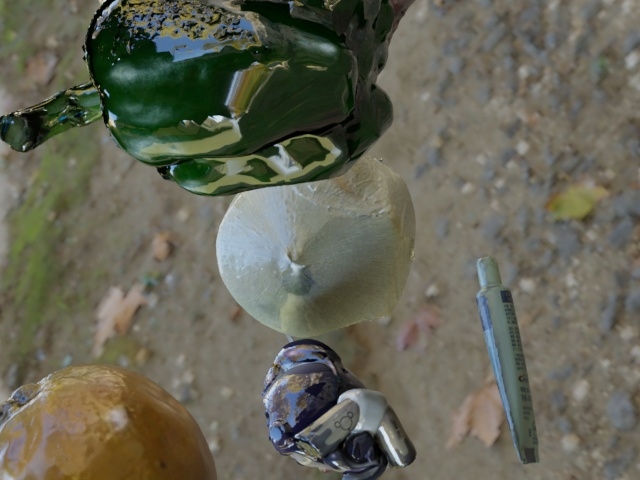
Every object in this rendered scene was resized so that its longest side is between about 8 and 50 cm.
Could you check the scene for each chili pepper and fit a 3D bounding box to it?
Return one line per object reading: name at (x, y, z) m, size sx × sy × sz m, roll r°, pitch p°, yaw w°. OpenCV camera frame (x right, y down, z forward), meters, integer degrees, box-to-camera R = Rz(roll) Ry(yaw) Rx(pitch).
chili pepper at (-0.083, -0.112, 0.938) m, size 0.261 × 0.174 × 0.165 m, roll 0°, pitch 85°, yaw 23°

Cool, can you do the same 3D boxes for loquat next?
loquat at (-0.295, 0.321, 1.892) m, size 0.328 × 0.328 × 0.328 m, roll -33°, pitch 37°, yaw 29°

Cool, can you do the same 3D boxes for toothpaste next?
toothpaste at (0.190, 0.121, 1.484) m, size 0.037 × 0.062 × 0.216 m, roll -18°, pitch 75°, yaw 26°

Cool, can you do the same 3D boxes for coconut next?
coconut at (0.000, 0.000, 1.817) m, size 0.245 × 0.245 × 0.247 m, roll -40°, pitch 13°, yaw 20°

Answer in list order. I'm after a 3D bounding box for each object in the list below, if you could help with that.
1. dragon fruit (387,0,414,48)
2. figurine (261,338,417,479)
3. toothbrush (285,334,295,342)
dragon fruit at (-0.034, -0.284, 1.412) m, size 0.228 × 0.329 × 0.286 m, roll 30°, pitch 70°, yaw 15°
figurine at (0.000, 0.190, 1.636) m, size 0.145 × 0.145 × 0.222 m, roll -60°, pitch 26°, yaw -10°
toothbrush at (-0.004, 0.203, 2.085) m, size 0.018 × 0.257 × 0.024 m, roll -31°, pitch 5°, yaw 18°
